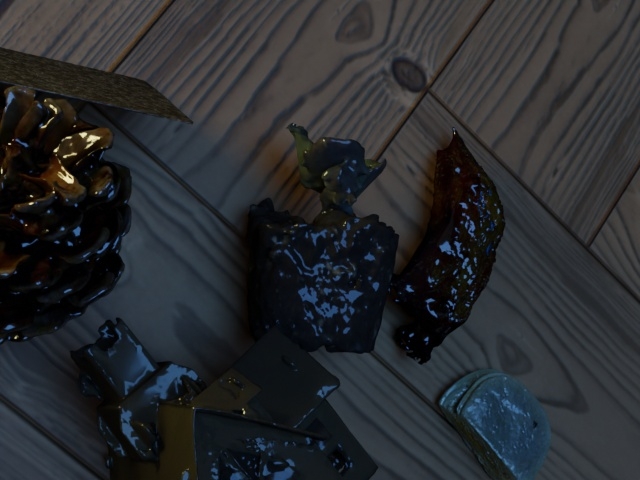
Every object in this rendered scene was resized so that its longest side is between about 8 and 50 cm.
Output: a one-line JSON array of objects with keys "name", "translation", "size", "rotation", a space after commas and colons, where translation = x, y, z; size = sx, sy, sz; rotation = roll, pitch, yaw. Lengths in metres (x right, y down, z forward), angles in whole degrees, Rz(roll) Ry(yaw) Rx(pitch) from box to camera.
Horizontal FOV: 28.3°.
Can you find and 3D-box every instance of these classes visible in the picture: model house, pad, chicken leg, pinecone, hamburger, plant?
[{"name": "model house", "translation": [-0.092, 0.154, 1.038], "size": [0.204, 0.211, 0.243], "rotation": [-43, 104, -25]}, {"name": "pad", "translation": [-0.233, -0.137, 1.032], "size": [0.235, 0.158, 0.003], "rotation": [10, 105, -26]}, {"name": "chicken leg", "translation": [0.124, 0.008, 1.243], "size": [0.105, 0.063, 0.234], "rotation": [35, 69, -24]}, {"name": "pinecone", "translation": [-0.232, -0.017, 0.987], "size": [0.179, 0.204, 0.184], "rotation": [-5, 74, -20]}, {"name": "hamburger", "translation": [0.181, 0.177, 1.261], "size": [0.084, 0.054, 0.121], "rotation": [-44, 97, -21]}, {"name": "plant", "translation": [0.000, 0.000, 1.138], "size": [0.131, 0.142, 0.203], "rotation": [10, 85, -10]}]
